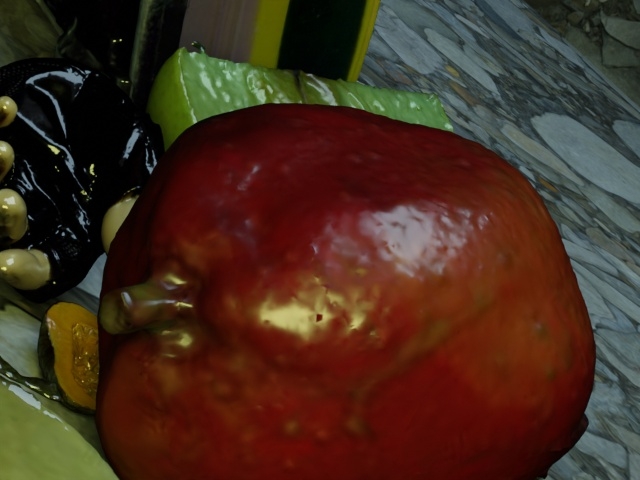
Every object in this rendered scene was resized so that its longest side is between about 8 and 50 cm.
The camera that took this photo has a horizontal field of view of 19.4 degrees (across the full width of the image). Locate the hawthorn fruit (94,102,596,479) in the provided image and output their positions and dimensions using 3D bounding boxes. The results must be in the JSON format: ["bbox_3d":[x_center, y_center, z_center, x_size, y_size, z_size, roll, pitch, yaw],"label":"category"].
[{"bbox_3d":[-0.010,0.051,1.034,0.307,0.265,0.265,2,39,-47],"label":"hawthorn fruit"}]

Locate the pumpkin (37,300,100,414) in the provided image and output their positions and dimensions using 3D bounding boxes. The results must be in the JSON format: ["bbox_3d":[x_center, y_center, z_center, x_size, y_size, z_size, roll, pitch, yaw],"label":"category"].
[{"bbox_3d":[-0.143,0.074,1.085,0.050,0.028,0.083,25,31,-30],"label":"pumpkin"}]

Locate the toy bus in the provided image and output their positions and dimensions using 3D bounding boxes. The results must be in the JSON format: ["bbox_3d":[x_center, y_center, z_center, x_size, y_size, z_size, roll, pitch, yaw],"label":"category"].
[{"bbox_3d":[-0.137,-0.288,1.554,0.249,0.209,0.440,-8,41,-28],"label":"toy bus"}]

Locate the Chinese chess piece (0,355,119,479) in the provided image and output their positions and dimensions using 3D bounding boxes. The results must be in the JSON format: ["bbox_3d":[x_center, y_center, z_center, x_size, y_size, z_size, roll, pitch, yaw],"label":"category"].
[{"bbox_3d":[-0.168,0.138,0.722,0.237,0.092,0.238,24,32,-16],"label":"Chinese chess piece"}]

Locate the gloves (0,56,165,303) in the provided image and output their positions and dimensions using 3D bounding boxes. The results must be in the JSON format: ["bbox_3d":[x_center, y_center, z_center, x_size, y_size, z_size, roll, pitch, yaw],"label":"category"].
[{"bbox_3d":[-0.175,-0.034,1.158,0.164,0.124,0.203,19,39,5],"label":"gloves"}]

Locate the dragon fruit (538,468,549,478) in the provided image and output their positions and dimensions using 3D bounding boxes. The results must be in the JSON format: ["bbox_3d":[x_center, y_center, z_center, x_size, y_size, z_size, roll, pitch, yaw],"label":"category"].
[{"bbox_3d":[0.145,0.117,1.465,0.131,0.063,0.097,34,18,-13],"label":"dragon fruit"}]

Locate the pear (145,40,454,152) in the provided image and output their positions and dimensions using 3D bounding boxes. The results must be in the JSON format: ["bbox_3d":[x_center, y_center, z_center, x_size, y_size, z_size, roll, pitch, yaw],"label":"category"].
[{"bbox_3d":[-0.005,0.002,1.364,0.288,0.139,0.239,5,51,-46],"label":"pear"}]
